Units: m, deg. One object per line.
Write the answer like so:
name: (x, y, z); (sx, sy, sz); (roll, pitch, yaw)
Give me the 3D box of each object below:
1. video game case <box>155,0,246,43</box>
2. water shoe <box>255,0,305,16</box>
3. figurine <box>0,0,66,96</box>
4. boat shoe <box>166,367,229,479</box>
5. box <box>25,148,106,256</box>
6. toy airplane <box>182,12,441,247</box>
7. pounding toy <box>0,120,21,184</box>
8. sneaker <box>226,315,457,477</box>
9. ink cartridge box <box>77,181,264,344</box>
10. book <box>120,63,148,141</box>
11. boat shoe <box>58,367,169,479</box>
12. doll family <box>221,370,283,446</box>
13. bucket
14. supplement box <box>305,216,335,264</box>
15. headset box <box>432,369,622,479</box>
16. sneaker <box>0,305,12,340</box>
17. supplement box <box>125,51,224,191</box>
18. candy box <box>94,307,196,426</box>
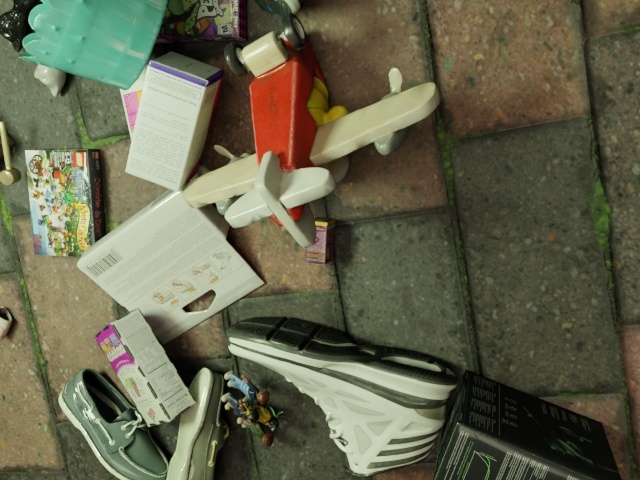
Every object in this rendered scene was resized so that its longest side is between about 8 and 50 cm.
video game case: (-0.244, -0.501, 1.197); (0.210, 0.042, 0.231); (5, 101, 18)
water shoe: (-0.070, -0.448, 1.108); (0.080, 0.073, 0.203); (-43, 41, -1)
figurine: (-0.563, -0.435, 1.289); (0.209, 0.092, 0.215); (-41, 87, 26)
boat shoe: (-0.251, 0.421, 1.333); (0.091, 0.109, 0.304); (13, 93, -28)
box: (-0.553, -0.082, 1.359); (0.159, 0.044, 0.232); (1, 100, 17)
toy airplane: (-0.030, -0.156, 1.073); (0.386, 0.272, 0.384); (32, 88, 37)
pounding toy: (-0.729, -0.204, 1.371); (0.181, 0.094, 0.206); (-42, 95, 14)
sneaker: (0.012, 0.313, 1.194); (0.448, 0.169, 0.257); (14, 101, 11)
ink cartridge box: (-0.305, 0.052, 1.300); (0.296, 0.066, 0.261); (-31, 115, 19)
book: (-0.359, -0.281, 1.276); (0.096, 0.035, 0.144); (-8, 97, 21)
boat shoe: (-0.444, 0.412, 1.376); (0.319, 0.116, 0.099); (41, 112, 12)
doll family: (-0.133, 0.342, 1.262); (0.111, 0.076, 0.193); (22, 152, 44)
bucket: (-0.392, -0.409, 1.089); (0.183, 0.281, 0.281); (16, 109, -32)
supplement box: (0.000, 0.000, 1.205); (0.043, 0.055, 0.083); (6, 100, 17)
headset box: (0.354, 0.368, 1.064); (0.283, 0.246, 0.131); (20, 104, 11)
sneaker: (-0.782, 0.168, 1.468); (0.134, 0.051, 0.070); (39, 106, 4)
supplement box: (-0.269, -0.219, 1.154); (0.114, 0.111, 0.220); (20, 116, -1)
candy box: (-0.372, 0.271, 1.314); (0.233, 0.071, 0.159); (60, 144, 0)
